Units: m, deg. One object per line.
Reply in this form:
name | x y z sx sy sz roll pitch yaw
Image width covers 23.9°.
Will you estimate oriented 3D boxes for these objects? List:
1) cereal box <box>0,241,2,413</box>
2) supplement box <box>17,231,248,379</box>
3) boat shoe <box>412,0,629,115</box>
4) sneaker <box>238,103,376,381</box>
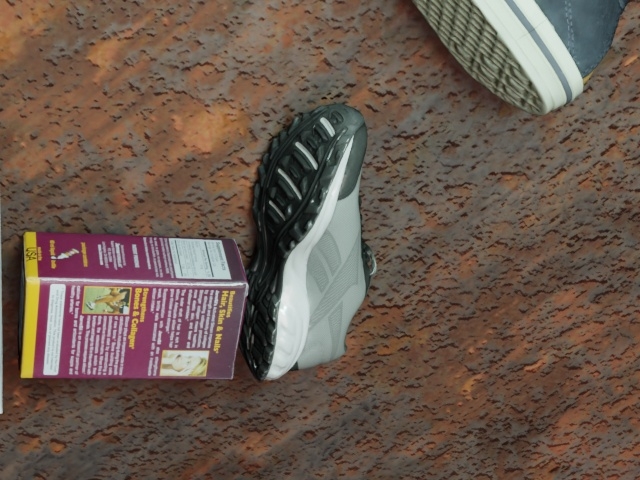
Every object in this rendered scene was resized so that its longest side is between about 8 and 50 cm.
cereal box | -0.277 -0.006 1.194 0.047 0.173 0.240 -2 123 -13
supplement box | -0.165 0.057 1.315 0.188 0.081 0.104 2 121 -14
boat shoe | 0.090 -0.302 1.091 0.156 0.187 0.500 -46 128 -7
sneaker | 0.000 0.000 1.320 0.108 0.100 0.271 -5 127 -27
